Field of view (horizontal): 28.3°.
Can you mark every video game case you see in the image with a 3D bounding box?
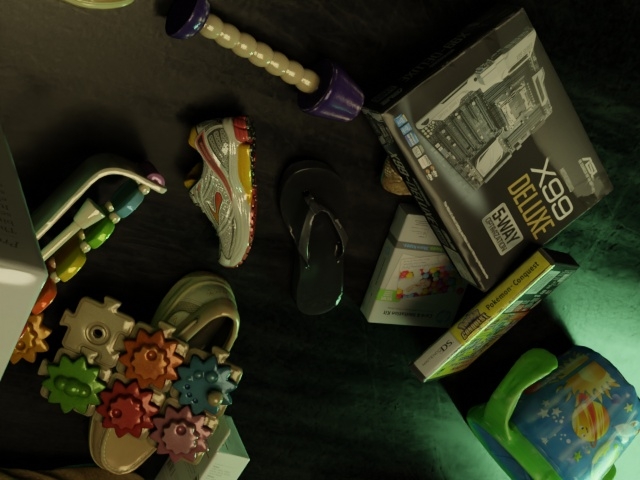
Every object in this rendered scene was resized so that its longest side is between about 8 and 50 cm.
[{"bbox_3d":[0.259,0.107,1.845,0.248,0.035,0.275,-44,166,12],"label":"video game case"}]

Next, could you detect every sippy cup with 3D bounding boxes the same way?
[{"bbox_3d":[0.391,0.295,2.026,0.224,0.240,0.305,-41,167,-7],"label":"sippy cup"}]

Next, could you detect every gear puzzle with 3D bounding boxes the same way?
[{"bbox_3d":[-0.282,0.170,1.680,0.339,0.044,0.175,25,105,-5],"label":"gear puzzle"}]

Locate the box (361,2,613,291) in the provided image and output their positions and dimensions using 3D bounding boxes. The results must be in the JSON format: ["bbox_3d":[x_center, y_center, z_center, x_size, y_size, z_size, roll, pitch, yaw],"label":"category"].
[{"bbox_3d":[0.229,-0.123,1.707,0.242,0.076,0.307,-37,116,-10],"label":"box"}]

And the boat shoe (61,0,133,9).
[{"bbox_3d":[-0.285,-0.302,1.451,0.153,0.056,0.048,7,123,-18],"label":"boat shoe"}]

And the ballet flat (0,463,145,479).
[{"bbox_3d":[-0.398,0.380,1.796,0.342,0.124,0.116,14,115,-29],"label":"ballet flat"}]

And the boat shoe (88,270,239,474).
[{"bbox_3d":[-0.222,0.204,1.765,0.121,0.110,0.341,18,112,-31],"label":"boat shoe"}]

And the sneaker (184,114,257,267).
[{"bbox_3d":[-0.130,-0.065,1.662,0.092,0.088,0.225,0,123,1],"label":"sneaker"}]

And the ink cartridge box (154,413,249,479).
[{"bbox_3d":[-0.167,0.325,1.869,0.060,0.104,0.180,22,111,-32],"label":"ink cartridge box"}]

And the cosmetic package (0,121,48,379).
[{"bbox_3d":[-0.525,0.029,1.348,0.329,0.394,0.327,16,114,-29],"label":"cosmetic package"}]

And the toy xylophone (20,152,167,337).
[{"bbox_3d":[-0.324,0.018,1.537,0.322,0.236,0.081,-43,109,7],"label":"toy xylophone"}]

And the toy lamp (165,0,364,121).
[{"bbox_3d":[-0.060,-0.226,1.580,0.274,0.080,0.080,27,107,-33],"label":"toy lamp"}]

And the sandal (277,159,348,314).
[{"bbox_3d":[0.001,0.000,1.763,0.097,0.054,0.254,-16,126,-13],"label":"sandal"}]

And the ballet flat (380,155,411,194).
[{"bbox_3d":[0.174,-0.089,1.783,0.206,0.073,0.067,7,145,-23],"label":"ballet flat"}]

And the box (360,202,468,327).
[{"bbox_3d":[0.154,0.039,1.864,0.145,0.038,0.186,6,119,-26],"label":"box"}]
